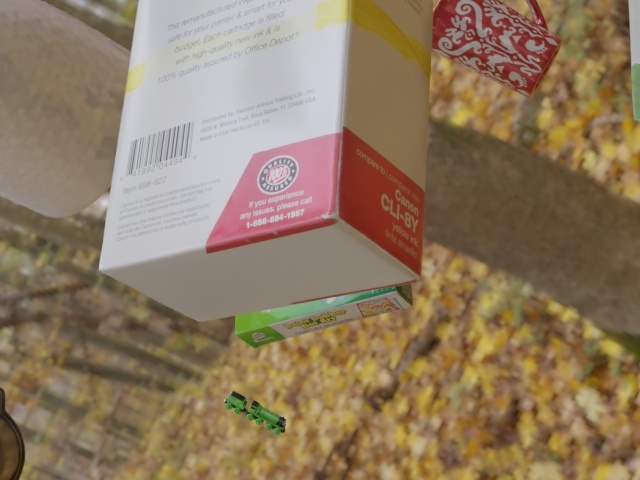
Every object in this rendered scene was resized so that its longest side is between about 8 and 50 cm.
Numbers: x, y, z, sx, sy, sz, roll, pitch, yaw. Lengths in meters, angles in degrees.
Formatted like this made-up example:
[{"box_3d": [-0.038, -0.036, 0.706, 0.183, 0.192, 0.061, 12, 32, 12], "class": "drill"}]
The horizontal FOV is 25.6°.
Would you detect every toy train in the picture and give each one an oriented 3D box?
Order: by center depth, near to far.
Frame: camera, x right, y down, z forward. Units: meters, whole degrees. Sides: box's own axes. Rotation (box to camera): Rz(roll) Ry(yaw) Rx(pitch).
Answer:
[{"box_3d": [-0.078, 0.209, 1.712, 0.024, 0.083, 0.017, -65, -3, 27], "class": "toy train"}]

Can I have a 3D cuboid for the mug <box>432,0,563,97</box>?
[{"box_3d": [0.245, -0.290, 1.924, 0.150, 0.169, 0.113, -61, -9, 13], "class": "mug"}]

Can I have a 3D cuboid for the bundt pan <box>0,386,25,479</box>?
[{"box_3d": [-0.485, 0.254, 1.499, 0.331, 0.331, 0.124, -65, 4, -8], "class": "bundt pan"}]

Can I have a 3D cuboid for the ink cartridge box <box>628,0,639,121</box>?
[{"box_3d": [0.448, -0.246, 1.757, 0.062, 0.209, 0.109, -30, 34, -35], "class": "ink cartridge box"}]

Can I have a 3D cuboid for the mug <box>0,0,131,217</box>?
[{"box_3d": [-0.482, -0.227, 1.997, 0.374, 0.328, 0.276, 21, 84, 48], "class": "mug"}]

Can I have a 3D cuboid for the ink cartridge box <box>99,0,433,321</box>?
[{"box_3d": [-0.044, -0.140, 1.385, 0.279, 0.160, 0.385, -12, 61, 34], "class": "ink cartridge box"}]

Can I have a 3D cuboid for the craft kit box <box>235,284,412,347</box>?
[{"box_3d": [0.000, 0.000, 1.921, 0.246, 0.061, 0.250, -18, 56, 26], "class": "craft kit box"}]
